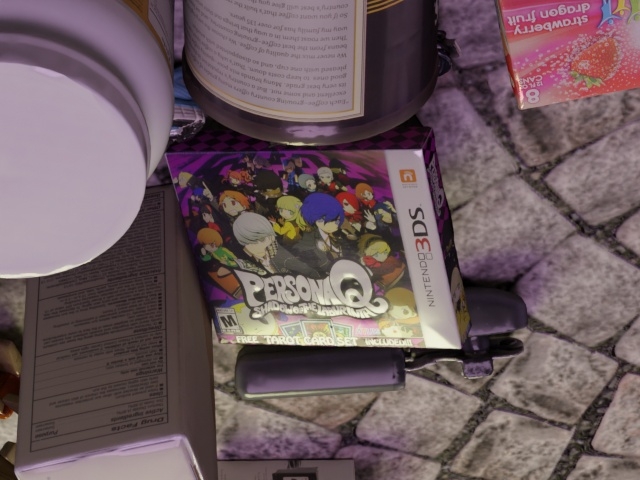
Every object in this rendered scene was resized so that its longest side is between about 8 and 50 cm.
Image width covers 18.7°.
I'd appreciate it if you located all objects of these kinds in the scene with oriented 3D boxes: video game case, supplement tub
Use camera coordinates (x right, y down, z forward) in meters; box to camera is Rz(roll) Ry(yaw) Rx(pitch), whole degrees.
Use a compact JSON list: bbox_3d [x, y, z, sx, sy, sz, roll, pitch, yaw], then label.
[{"bbox_3d":[0.000,0.000,1.671,0.232,0.042,0.210,1,126,20],"label":"video game case"},{"bbox_3d":[-0.220,-0.147,1.430,0.228,0.316,0.228,-1,132,-2],"label":"supplement tub"}]

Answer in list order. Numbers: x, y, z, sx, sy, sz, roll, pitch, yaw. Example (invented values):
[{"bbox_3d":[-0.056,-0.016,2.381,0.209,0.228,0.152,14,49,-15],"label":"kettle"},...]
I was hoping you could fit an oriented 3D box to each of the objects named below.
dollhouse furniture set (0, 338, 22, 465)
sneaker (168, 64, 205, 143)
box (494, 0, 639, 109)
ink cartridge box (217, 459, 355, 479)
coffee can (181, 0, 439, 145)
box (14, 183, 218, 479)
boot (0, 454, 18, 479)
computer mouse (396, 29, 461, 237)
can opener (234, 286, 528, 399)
[{"bbox_3d":[-0.353,0.230,1.822,0.259,0.262,0.135,9,143,35],"label":"dollhouse furniture set"},{"bbox_3d":[-0.179,-0.122,1.622,0.162,0.073,0.063,2,157,-19],"label":"sneaker"},{"bbox_3d":[0.280,-0.224,1.508,0.300,0.142,0.154,-10,132,6],"label":"box"},{"bbox_3d":[-0.019,0.280,1.992,0.180,0.060,0.104,0,131,-3],"label":"ink cartridge box"},{"bbox_3d":[-0.007,-0.238,1.438,0.201,0.201,0.275,-1,132,-2],"label":"coffee can"},{"bbox_3d":[-0.170,0.106,1.660,0.148,0.311,0.121,-11,132,6],"label":"box"},{"bbox_3d":[-0.310,0.129,1.691,0.236,0.269,0.089,39,117,-25],"label":"boot"},{"bbox_3d":[0.049,-0.070,1.680,0.188,0.072,0.272,-5,125,17],"label":"computer mouse"},{"bbox_3d":[0.057,0.100,1.844,0.280,0.074,0.093,-8,97,2],"label":"can opener"}]
